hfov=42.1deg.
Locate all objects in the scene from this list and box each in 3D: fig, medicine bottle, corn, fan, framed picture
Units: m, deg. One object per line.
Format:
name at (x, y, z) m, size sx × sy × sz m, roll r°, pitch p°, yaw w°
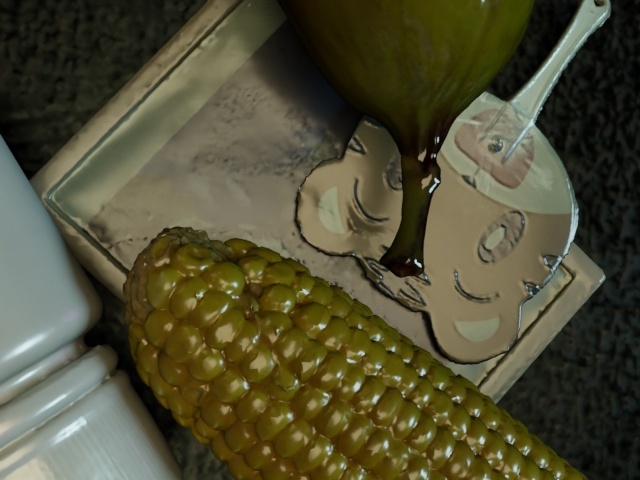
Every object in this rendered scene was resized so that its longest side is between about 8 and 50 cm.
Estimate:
fig at (0.040, -0.119, 0.405) m, size 0.146 × 0.170 × 0.274 m, roll -6°, pitch 88°, yaw 27°
medicine bottle at (-0.174, 0.045, 0.392) m, size 0.139 × 0.139 × 0.237 m, roll -31°, pitch 94°, yaw -7°
corn at (0.034, 0.112, 0.409) m, size 0.322 × 0.119 × 0.119 m, roll 37°, pitch 84°, yaw 0°
fan at (0.101, -0.053, 0.474) m, size 0.152 × 0.008 × 0.226 m, roll 38°, pitch 85°, yaw -4°
framed picture at (0.000, 0.000, 0.473) m, size 0.281 × 0.019 × 0.209 m, roll 42°, pitch 84°, yaw -4°
